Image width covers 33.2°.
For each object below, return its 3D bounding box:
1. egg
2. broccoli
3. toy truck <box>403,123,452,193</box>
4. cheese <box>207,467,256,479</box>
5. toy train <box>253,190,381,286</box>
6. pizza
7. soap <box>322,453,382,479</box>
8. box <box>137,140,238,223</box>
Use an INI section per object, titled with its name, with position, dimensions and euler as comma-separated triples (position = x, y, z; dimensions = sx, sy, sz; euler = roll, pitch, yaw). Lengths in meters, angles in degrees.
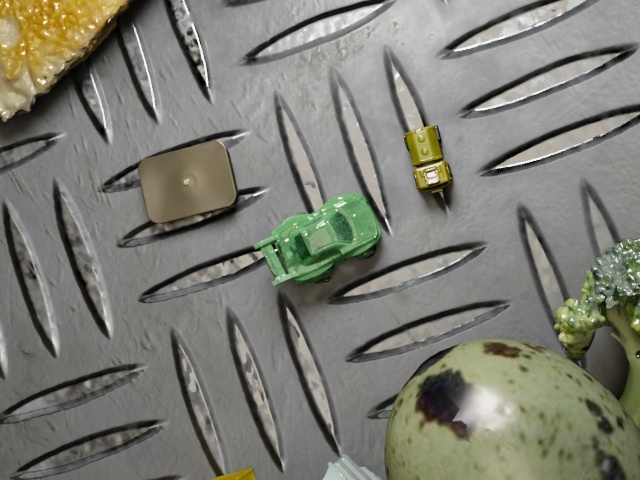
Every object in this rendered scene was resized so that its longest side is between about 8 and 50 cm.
[egg]
position = 0.239, 0.283, 1.217
dimensions = 0.379, 0.287, 0.287
euler = 43, 96, -6
[broccoli]
position = 0.406, 0.121, 1.239
dimensions = 0.262, 0.247, 0.243
euler = -9, 127, -26
[toy truck]
position = 0.136, -0.102, 1.356
dimensions = 0.049, 0.054, 0.083
euler = -15, 88, 9
[cheese]
position = -0.169, 0.373, 1.397
dimensions = 0.171, 0.126, 0.093
euler = -17, 93, 28
[toy train]
position = 0.000, 0.000, 1.366
dimensions = 0.149, 0.081, 0.099
euler = -26, 85, 9
[pizza]
position = -0.340, -0.409, 1.429
dimensions = 0.391, 0.080, 0.435
euler = -17, 88, 9
[soap]
position = 0.076, 0.373, 1.318
dimensions = 0.230, 0.145, 0.091
euler = 42, 97, 8
[box]
position = -0.174, -0.076, 1.421
dimensions = 0.126, 0.031, 0.091
euler = -15, 87, 10
